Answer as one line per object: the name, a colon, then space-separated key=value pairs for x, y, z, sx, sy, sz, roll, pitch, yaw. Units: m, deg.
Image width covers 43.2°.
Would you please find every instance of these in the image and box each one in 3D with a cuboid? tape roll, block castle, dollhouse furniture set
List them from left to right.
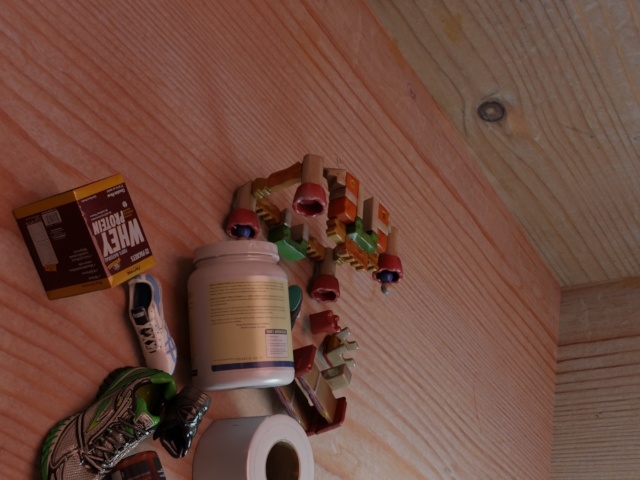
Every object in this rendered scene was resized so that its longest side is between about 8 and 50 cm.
tape roll: x=-0.151 y=0.529 z=1.864 sx=0.246 sy=0.169 sz=0.246 roll=22 pitch=63 yaw=-51
dollhouse furniture set: x=-0.025 y=0.332 z=2.164 sx=0.201 sy=0.152 sz=0.374 roll=62 pitch=20 yaw=-20
block castle: x=0.000 y=0.000 z=2.140 sx=0.453 sy=0.303 sz=0.213 roll=41 pitch=42 yaw=-41

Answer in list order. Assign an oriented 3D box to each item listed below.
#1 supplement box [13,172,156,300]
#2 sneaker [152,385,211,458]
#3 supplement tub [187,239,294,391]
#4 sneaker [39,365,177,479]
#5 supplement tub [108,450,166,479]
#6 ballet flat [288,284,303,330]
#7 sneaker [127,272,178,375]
supplement box: x=-0.459 y=-0.005 z=1.578 sx=0.129 sy=0.191 sz=0.194 roll=-33 pitch=107 yaw=-54
sneaker: x=-0.302 y=0.390 z=1.684 sx=0.087 sy=0.227 sz=0.130 roll=35 pitch=60 yaw=-6
supplement tub: x=-0.187 y=0.178 z=1.868 sx=0.235 sy=0.235 sz=0.325 roll=11 pitch=71 yaw=-53
sneaker: x=-0.409 y=0.365 z=1.571 sx=0.134 sy=0.146 sz=0.343 roll=59 pitch=39 yaw=-24
supplement tub: x=-0.344 y=0.526 z=1.599 sx=0.106 sy=0.106 sz=0.198 roll=6 pitch=55 yaw=-54
ballet flat: x=-0.093 y=0.208 z=2.150 sx=0.074 sy=0.074 sz=0.203 roll=55 pitch=34 yaw=-29
sneaker: x=-0.369 y=0.186 z=1.735 sx=0.086 sy=0.085 sz=0.237 roll=4 pitch=70 yaw=-66
